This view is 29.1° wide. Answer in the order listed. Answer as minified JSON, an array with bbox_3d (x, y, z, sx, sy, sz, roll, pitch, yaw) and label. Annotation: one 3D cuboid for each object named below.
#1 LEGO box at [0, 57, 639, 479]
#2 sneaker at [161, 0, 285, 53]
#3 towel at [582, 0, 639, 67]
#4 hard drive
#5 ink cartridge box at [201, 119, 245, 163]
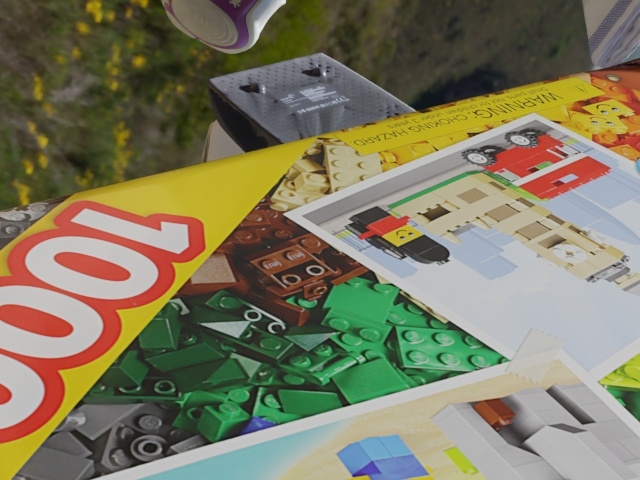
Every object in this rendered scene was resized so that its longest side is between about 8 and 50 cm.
[{"bbox_3d":[0.079,0.124,0.475,0.500,0.372,0.193,-17,131,-34],"label":"LEGO box"},{"bbox_3d":[-0.058,-0.297,1.315,0.305,0.114,0.152,-18,-150,52],"label":"sneaker"},{"bbox_3d":[0.240,-0.299,0.947,0.209,0.034,0.285,116,-26,-65],"label":"towel"},{"bbox_3d":[0.030,-0.083,1.131,0.172,0.254,0.054,-22,139,-43],"label":"hard drive"},{"bbox_3d":[0.000,0.000,1.350,0.117,0.207,0.283,-86,166,-51],"label":"ink cartridge box"}]
